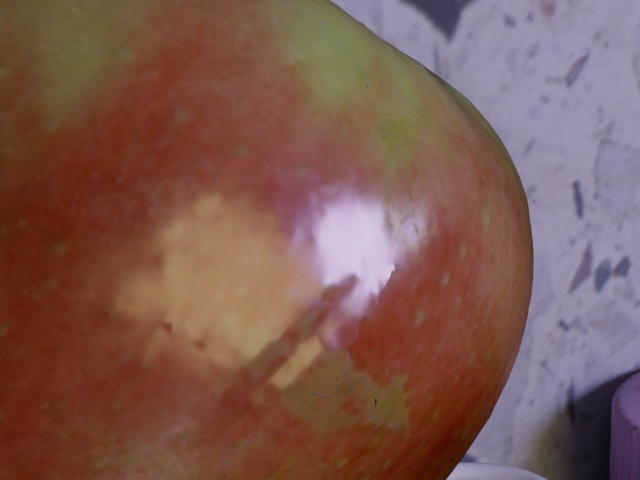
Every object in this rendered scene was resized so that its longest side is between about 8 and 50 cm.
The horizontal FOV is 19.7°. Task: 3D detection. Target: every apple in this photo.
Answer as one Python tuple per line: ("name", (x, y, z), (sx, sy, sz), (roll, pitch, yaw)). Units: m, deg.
("apple", (-0.093, 0.011, 0.683), (0.319, 0.319, 0.277), (31, 95, -37))

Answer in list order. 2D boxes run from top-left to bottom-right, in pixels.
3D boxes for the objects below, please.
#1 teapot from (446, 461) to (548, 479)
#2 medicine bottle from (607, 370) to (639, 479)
("teapot", (-0.022, 0.161, 0.865), (0.299, 0.166, 0.208), (-16, 104, -11))
("medicine bottle", (0.249, 0.228, 1.069), (0.178, 0.178, 0.291), (-12, 110, -32))
